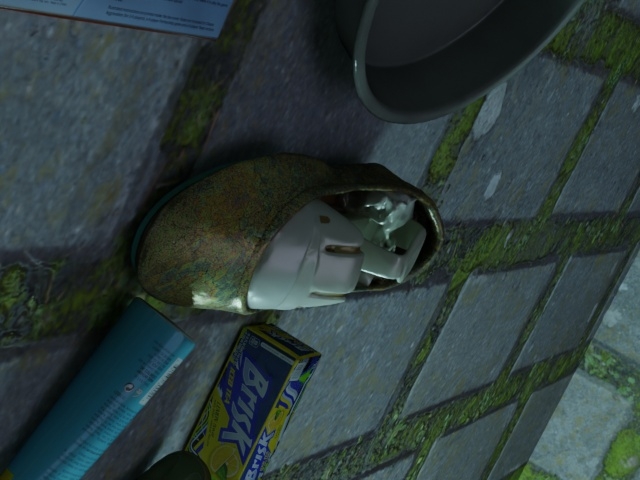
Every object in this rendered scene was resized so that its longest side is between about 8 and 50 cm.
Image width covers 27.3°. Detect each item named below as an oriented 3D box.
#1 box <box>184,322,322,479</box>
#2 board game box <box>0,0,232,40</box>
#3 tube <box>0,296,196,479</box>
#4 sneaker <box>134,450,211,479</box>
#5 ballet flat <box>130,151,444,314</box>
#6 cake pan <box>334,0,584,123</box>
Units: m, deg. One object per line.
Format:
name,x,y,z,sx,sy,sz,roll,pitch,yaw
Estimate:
box,-0.066,0.156,1.113,0.168,0.059,0.054,-64,160,10
board game box,-0.104,-0.178,0.640,0.281,0.027,0.145,-7,126,-64
tube,-0.167,0.134,0.882,0.207,0.052,0.080,-52,153,-7
sneaker,-0.155,0.235,1.006,0.192,0.064,0.086,-49,162,-18
ballet flat,0.000,0.000,0.983,0.348,0.123,0.123,-10,127,-63
cake pan,0.123,-0.215,0.974,0.293,0.054,0.293,-34,153,-20
